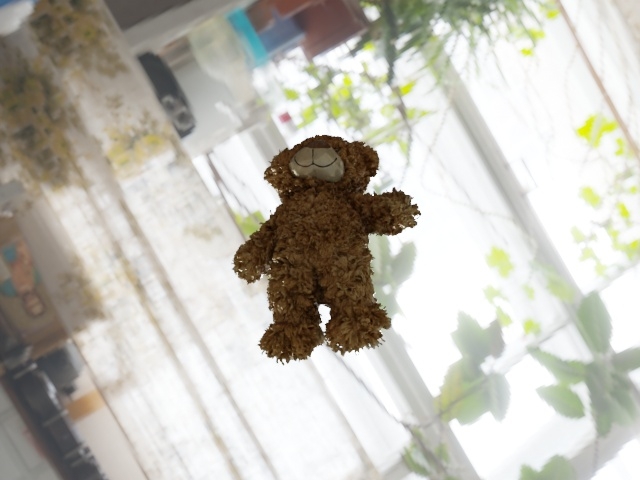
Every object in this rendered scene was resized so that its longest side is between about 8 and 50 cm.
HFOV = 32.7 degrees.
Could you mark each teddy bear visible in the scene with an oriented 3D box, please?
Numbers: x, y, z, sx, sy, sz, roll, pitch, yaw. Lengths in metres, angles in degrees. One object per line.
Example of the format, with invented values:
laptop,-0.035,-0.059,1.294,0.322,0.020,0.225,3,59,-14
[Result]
teddy bear,0.000,0.000,1.392,0.245,0.113,0.338,1,-116,34
